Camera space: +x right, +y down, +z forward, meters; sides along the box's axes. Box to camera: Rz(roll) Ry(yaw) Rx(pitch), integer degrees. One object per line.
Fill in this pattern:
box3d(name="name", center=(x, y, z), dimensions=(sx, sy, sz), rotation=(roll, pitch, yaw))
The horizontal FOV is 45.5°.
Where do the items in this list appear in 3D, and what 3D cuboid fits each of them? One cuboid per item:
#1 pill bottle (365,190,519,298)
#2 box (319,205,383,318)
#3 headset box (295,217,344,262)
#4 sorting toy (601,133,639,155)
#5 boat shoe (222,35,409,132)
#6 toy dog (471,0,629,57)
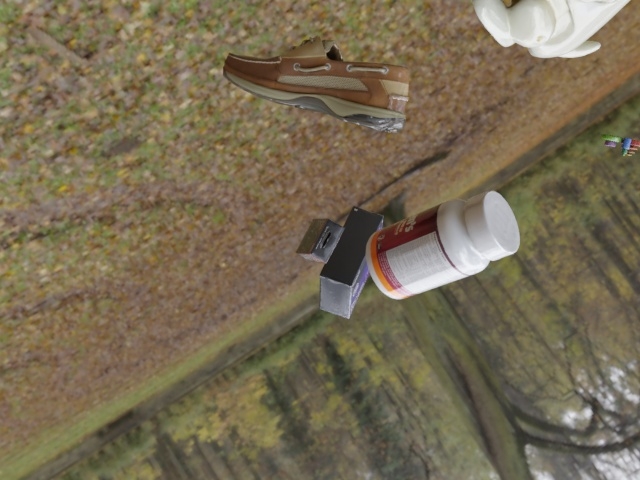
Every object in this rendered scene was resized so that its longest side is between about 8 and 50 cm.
box3d(name="pill bottle", center=(0.189, 0.007, 1.193), dimensions=(0.221, 0.121, 0.121), rotation=(-24, 180, 37))
box3d(name="box", center=(0.088, 0.063, 2.188), dimensions=(0.184, 0.103, 0.261), rotation=(86, 25, -54))
box3d(name="headset box", center=(0.000, 0.000, 1.159), dimensions=(0.062, 0.032, 0.083), rotation=(-62, -164, -7))
box3d(name="sorting toy", center=(0.724, -0.227, 1.841), dimensions=(0.102, 0.042, 0.061), rotation=(10, -170, -10))
box3d(name="boat shoe", center=(-0.001, -0.268, 1.244), dimensions=(0.122, 0.324, 0.120), rotation=(-14, 120, -69))
box3d(name="toy dog", center=(0.552, -0.520, 1.497), dimensions=(0.408, 0.395, 0.285), rotation=(-15, -138, 39))
